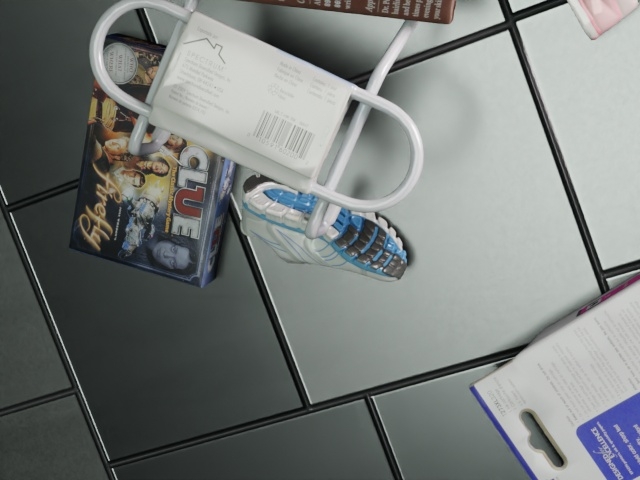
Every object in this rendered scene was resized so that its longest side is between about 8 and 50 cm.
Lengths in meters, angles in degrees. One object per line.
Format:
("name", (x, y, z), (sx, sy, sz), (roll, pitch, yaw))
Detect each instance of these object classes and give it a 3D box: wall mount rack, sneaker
("wall mount rack", (-0.034, -0.181, 1.383), (0.350, 0.130, 0.304), (26, 101, 8))
("sneaker", (0.000, 0.000, 1.484), (0.191, 0.071, 0.083), (27, 135, 7))
("sneaker", (0.255, -0.265, 1.338), (0.070, 0.051, 0.134), (-30, 96, 20))

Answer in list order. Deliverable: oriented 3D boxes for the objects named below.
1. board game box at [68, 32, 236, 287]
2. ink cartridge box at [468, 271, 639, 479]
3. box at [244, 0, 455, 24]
("board game box", (-0.175, -0.087, 1.522), (0.165, 0.042, 0.243), (15, 107, 14))
("ink cartridge box", (0.348, 0.118, 1.391), (0.371, 0.069, 0.175), (-34, 92, 19))
("box", (-0.051, -0.325, 1.286), (0.381, 0.143, 0.191), (6, 149, 0))
